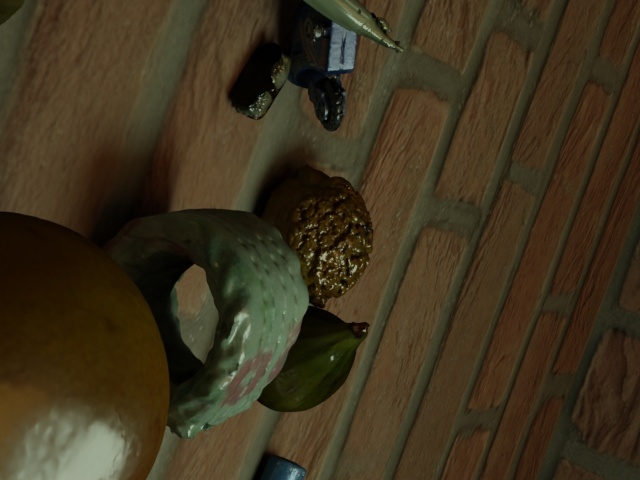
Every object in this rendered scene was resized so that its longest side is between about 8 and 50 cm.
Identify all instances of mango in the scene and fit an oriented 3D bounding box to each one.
[{"bbox_3d":[-0.294,0.129,1.052,0.446,0.232,0.300,-5,110,-55],"label":"mango"}]

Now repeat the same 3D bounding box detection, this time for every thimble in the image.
[{"bbox_3d":[-0.117,0.075,1.396,0.149,0.185,0.211,-8,92,-64],"label":"thimble"}]

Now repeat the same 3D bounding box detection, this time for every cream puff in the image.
[{"bbox_3d":[0.000,0.000,1.667,0.165,0.115,0.150,30,78,-64],"label":"cream puff"}]

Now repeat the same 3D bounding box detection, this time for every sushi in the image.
[{"bbox_3d":[-0.055,-0.158,1.516,0.083,0.044,0.046,-59,153,-16],"label":"sushi"}]

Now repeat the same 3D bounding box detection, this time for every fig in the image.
[{"bbox_3d":[-0.012,0.113,1.696,0.133,0.126,0.185,1,135,-39],"label":"fig"}]

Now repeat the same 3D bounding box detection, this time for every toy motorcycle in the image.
[{"bbox_3d":[0.005,-0.219,1.525,0.076,0.114,0.205,-7,119,-21],"label":"toy motorcycle"}]

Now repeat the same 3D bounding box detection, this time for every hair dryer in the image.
[{"bbox_3d":[0.009,-0.275,1.410,0.237,0.075,0.206,44,59,-24],"label":"hair dryer"}]

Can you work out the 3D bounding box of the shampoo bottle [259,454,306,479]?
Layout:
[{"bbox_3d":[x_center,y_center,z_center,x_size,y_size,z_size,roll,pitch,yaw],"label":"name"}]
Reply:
[{"bbox_3d":[-0.092,0.396,1.861,0.258,0.061,0.104,-66,156,-7],"label":"shampoo bottle"}]

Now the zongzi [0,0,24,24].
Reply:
[{"bbox_3d":[-0.313,-0.091,0.947,0.273,0.145,0.300,-63,161,-3],"label":"zongzi"}]
